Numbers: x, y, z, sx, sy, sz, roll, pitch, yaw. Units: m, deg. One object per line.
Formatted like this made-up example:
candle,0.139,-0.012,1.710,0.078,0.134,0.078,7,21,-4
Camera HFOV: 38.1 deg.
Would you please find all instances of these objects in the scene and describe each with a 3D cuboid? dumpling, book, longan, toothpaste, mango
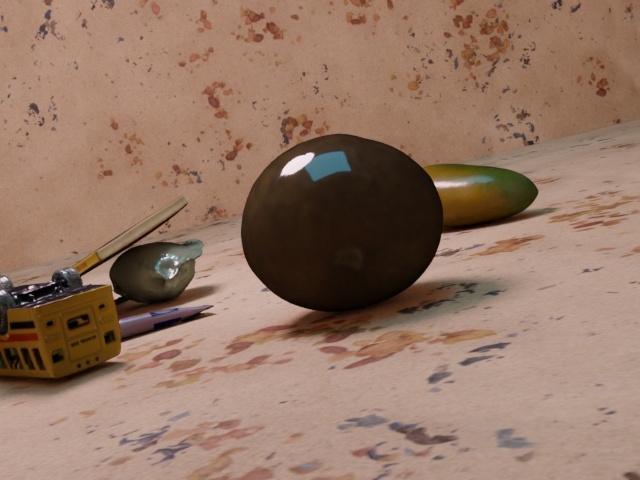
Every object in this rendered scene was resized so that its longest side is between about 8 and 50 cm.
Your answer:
dumpling,-0.275,0.055,1.607,0.149,0.105,0.216,-4,-8,-45
book,-0.421,0.053,1.599,0.374,0.028,0.262,-29,7,32
longan,0.027,-0.018,1.112,0.248,0.248,0.248,-13,6,1
toothpaste,-0.235,0.113,1.311,0.169,0.028,0.045,-14,-1,-25
mango,0.259,-0.077,1.643,0.251,0.114,0.156,9,10,42

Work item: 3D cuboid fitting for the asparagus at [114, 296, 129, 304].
asparagus,-0.329,0.094,1.752,0.016,0.016,0.163,-32,-5,34

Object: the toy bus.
toy bus,-0.394,0.112,1.212,0.121,0.123,0.335,-21,9,-43
